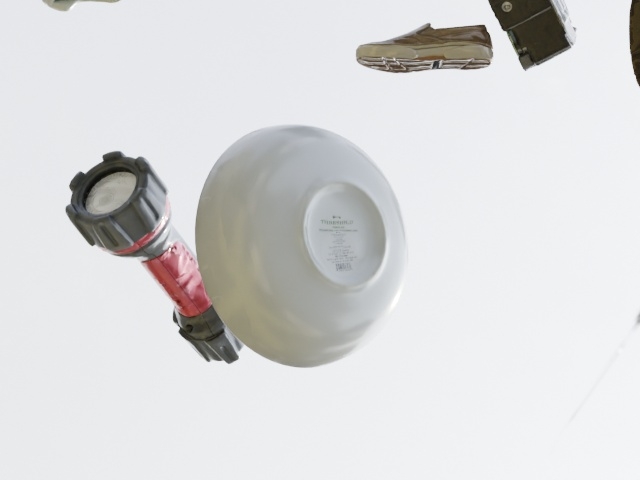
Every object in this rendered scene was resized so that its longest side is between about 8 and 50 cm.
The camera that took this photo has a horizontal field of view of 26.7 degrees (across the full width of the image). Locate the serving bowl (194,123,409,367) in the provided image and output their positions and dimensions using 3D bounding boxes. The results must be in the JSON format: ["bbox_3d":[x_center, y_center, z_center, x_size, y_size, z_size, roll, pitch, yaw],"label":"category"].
[{"bbox_3d":[0.000,0.000,0.449,0.027,0.083,0.083,-13,-69,51],"label":"serving bowl"}]

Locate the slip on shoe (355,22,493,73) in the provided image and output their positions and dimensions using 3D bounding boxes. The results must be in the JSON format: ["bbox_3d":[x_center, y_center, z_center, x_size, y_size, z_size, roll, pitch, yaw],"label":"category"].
[{"bbox_3d":[0.100,-0.189,1.306,0.051,0.135,0.041,105,-17,-79],"label":"slip on shoe"}]

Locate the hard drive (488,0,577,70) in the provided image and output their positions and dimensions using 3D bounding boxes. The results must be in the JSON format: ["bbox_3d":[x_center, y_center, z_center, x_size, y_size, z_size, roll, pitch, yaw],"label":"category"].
[{"bbox_3d":[0.168,-0.345,1.400,0.064,0.237,0.339,-25,-85,15],"label":"hard drive"}]

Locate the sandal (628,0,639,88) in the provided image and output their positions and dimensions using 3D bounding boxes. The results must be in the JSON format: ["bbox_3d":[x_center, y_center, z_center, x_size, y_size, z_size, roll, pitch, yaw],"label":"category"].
[{"bbox_3d":[0.227,-0.182,0.793,0.090,0.060,0.219,1,-69,30],"label":"sandal"}]

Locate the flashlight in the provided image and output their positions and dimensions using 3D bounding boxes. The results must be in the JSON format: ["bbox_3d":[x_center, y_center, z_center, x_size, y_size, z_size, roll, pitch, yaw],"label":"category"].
[{"bbox_3d":[-0.163,0.032,1.472,0.103,0.103,0.304,11,-31,33],"label":"flashlight"}]

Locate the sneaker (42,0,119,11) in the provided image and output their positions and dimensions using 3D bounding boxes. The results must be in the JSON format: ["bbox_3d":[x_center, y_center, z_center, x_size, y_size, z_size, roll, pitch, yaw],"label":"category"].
[{"bbox_3d":[-0.146,-0.212,1.037,0.152,0.061,0.054,-20,-45,2],"label":"sneaker"}]
